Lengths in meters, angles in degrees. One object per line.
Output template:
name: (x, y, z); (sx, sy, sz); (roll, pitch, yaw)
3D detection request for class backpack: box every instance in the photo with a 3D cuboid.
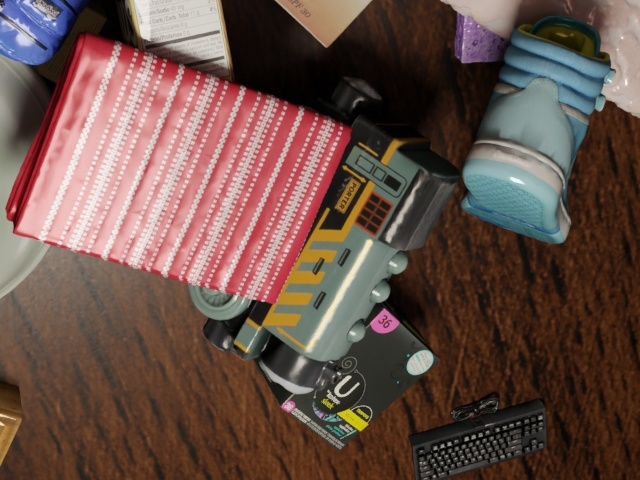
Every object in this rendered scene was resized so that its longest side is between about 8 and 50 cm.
backpack: (-0.261, -0.221, 1.172); (0.098, 0.101, 0.120); (38, 87, -27)

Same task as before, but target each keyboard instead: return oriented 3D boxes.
keyboard: (0.201, 0.249, 1.650); (0.180, 0.023, 0.108); (-15, 118, -11)

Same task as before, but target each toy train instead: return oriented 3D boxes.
toy train: (0.000, 0.000, 1.363); (0.334, 0.190, 0.142); (-60, 159, 15)

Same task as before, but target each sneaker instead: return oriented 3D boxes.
sneaker: (0.236, -0.117, 1.377); (0.127, 0.319, 0.208); (20, 84, 8)

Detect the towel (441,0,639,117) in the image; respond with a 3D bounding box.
towel: (0.324, -0.321, 1.367); (0.332, 0.053, 0.317); (26, 103, -24)

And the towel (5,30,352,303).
towel: (-0.128, -0.061, 1.190); (0.274, 0.031, 0.199); (17, 108, -23)

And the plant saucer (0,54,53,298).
plant saucer: (-0.438, -0.044, 1.239); (0.400, 0.100, 0.400); (-7, 126, -9)

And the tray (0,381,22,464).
tray: (-0.549, 0.200, 1.373); (0.411, 0.076, 0.203); (20, 108, -25)

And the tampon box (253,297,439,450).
tampon box: (0.028, 0.134, 1.488); (0.161, 0.101, 0.120); (-43, 129, 6)

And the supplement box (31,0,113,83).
supplement box: (-0.262, -0.207, 1.274); (0.083, 0.056, 0.083); (28, 104, -26)

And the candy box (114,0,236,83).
candy box: (-0.141, -0.185, 1.248); (0.087, 0.183, 0.316); (-15, 118, -10)

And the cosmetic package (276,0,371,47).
cosmetic package: (0.044, -0.353, 1.255); (0.153, 0.129, 0.296); (38, 99, -27)

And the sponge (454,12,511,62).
sponge: (0.251, -0.256, 1.419); (0.210, 0.031, 0.117); (-4, 114, -15)
